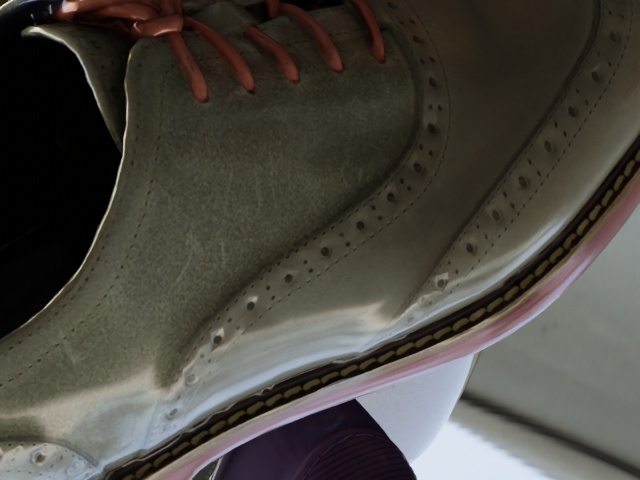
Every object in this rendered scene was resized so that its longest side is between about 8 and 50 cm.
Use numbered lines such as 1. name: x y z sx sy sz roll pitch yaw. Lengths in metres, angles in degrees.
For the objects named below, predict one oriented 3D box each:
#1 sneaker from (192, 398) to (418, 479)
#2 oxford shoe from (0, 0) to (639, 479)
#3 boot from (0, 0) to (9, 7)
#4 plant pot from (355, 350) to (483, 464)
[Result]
1. sneaker: -0.071 0.162 0.771 0.283 0.107 0.124 -46 -115 19
2. oxford shoe: -0.013 -0.027 0.491 0.348 0.130 0.123 -39 -124 -16
3. boot: -0.329 -0.105 1.115 0.262 0.203 0.095 7 -121 -12
4. plant pot: 0.000 0.000 0.894 0.237 0.254 0.237 -3 -136 3
